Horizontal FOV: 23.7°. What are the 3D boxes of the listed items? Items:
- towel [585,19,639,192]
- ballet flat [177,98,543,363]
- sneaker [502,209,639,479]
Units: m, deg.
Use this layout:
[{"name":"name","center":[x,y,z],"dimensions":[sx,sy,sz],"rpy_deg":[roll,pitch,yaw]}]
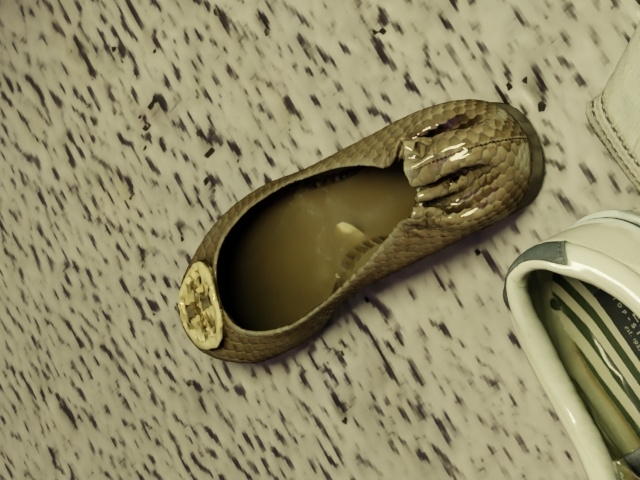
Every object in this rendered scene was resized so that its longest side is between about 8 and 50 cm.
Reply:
[{"name":"towel","center":[0.229,-0.022,0.445],"dimensions":[0.312,0.056,0.324],"rpy_deg":[54,149,21]},{"name":"ballet flat","center":[0.000,0.000,0.731],"dimensions":[0.250,0.058,0.084],"rpy_deg":[-26,81,44]},{"name":"sneaker","center":[0.155,0.103,0.583],"dimensions":[0.258,0.091,0.094],"rpy_deg":[54,130,21]}]
